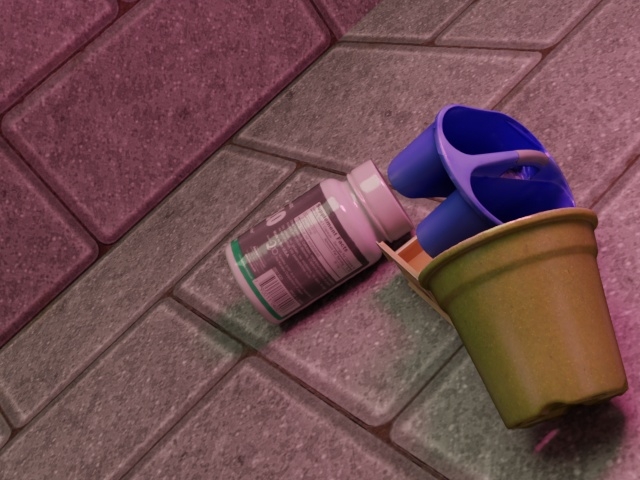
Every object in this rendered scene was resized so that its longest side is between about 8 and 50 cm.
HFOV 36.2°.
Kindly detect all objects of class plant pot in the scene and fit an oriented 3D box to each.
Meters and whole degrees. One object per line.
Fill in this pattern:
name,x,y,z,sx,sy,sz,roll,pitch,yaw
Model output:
plant pot,0.310,0.126,1.407,0.276,0.276,0.254,-25,70,22

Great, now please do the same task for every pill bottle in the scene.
pill bottle,0.000,0.000,2.040,0.361,0.204,0.204,-33,28,6

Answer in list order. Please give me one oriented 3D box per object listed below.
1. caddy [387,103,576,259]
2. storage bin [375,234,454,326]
caddy,0.271,-0.089,1.538,0.179,0.341,0.241,-37,67,35
storage bin,0.273,-0.002,1.821,0.262,0.123,0.260,-39,29,-3
